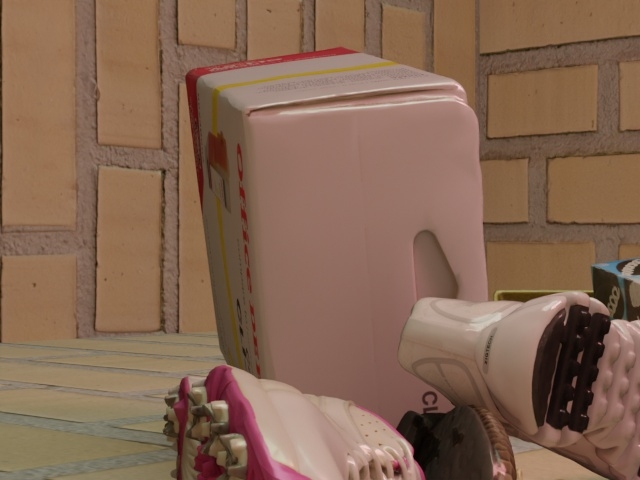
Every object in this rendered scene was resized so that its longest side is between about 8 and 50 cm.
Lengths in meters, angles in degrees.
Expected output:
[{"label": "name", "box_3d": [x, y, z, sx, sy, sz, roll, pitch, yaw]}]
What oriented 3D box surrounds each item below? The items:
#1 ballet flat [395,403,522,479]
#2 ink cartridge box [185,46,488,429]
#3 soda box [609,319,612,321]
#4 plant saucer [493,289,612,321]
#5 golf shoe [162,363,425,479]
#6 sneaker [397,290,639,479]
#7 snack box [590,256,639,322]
[{"label": "ballet flat", "box_3d": [0.083, 0.141, 0.793, 0.058, 0.084, 0.250, 24, -7, -5]}, {"label": "ink cartridge box", "box_3d": [0.000, 0.000, 1.090, 0.160, 0.279, 0.385, -8, 12, -10]}, {"label": "soda box", "box_3d": [0.343, 0.135, 1.569, 0.263, 0.092, 0.083, 0, -3, 6]}, {"label": "plant saucer", "box_3d": [0.282, 0.125, 1.465, 0.188, 0.045, 0.188, 0, 34, 6]}, {"label": "golf shoe", "box_3d": [-0.003, 0.118, 0.672, 0.140, 0.115, 0.306, 3, 0, -10]}, {"label": "sneaker", "box_3d": [0.156, 0.092, 0.886, 0.118, 0.110, 0.292, 7, -15, 36]}, {"label": "snack box", "box_3d": [0.412, 0.057, 1.343, 0.187, 0.060, 0.322, -9, 8, -9]}]
